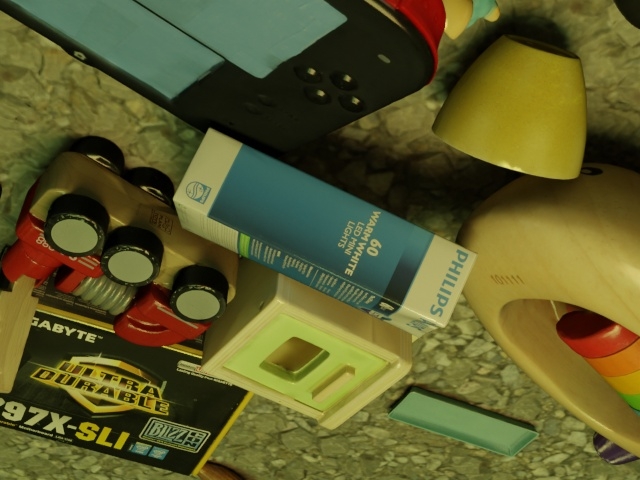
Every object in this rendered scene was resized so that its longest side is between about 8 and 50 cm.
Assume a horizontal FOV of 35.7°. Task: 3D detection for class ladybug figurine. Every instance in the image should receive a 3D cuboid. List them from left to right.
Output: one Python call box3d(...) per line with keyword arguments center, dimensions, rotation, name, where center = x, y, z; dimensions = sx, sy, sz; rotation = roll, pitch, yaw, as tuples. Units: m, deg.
box3d(center=(0.325, 0.082, 0.971), dimensions=(0.449, 0.161, 0.305), rotation=(44, 155, -23), name="ladybug figurine")

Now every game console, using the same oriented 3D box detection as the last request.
box3d(center=(-0.131, -0.192, 0.726), dimensions=(0.387, 0.060, 0.342), rotation=(31, 155, -21), name="game console")

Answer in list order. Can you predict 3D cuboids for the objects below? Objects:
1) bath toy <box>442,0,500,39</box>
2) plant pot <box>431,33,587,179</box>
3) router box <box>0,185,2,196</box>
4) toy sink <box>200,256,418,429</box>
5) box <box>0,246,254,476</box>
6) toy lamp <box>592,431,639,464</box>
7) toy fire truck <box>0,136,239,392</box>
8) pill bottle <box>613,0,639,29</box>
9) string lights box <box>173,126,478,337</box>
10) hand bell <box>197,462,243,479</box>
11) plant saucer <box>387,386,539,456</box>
box3d(center=(0.199, -0.277, 0.657), dimensions=(0.348, 0.151, 0.129), rotation=(-34, 135, 30), name="bath toy")
box3d(center=(0.173, -0.122, 0.853), dimensions=(0.134, 0.134, 0.095), rotation=(13, 110, -9), name="plant pot")
box3d(center=(-0.388, -0.074, 0.987), dimensions=(0.123, 0.038, 0.092), rotation=(3, 135, 1), name="router box")
box3d(center=(0.013, 0.105, 1.080), dimensions=(0.234, 0.131, 0.153), rotation=(28, 132, -24), name="toy sink")
box3d(center=(-0.256, 0.157, 1.193), dimensions=(0.322, 0.079, 0.257), rotation=(19, 136, -16), name="box")
box3d(center=(0.431, 0.183, 1.176), dimensions=(0.080, 0.080, 0.274), rotation=(25, 131, -20), name="toy lamp")
box3d(center=(-0.234, 0.055, 1.017), dimensions=(0.217, 0.158, 0.246), rotation=(32, 127, -27), name="toy fire truck")
box3d(center=(0.316, -0.230, 0.699), dimensions=(0.219, 0.122, 0.123), rotation=(-18, 134, 42), name="pill bottle")
box3d(center=(0.000, 0.000, 0.915), dimensions=(0.260, 0.076, 0.133), rotation=(25, 169, 0), name="string lights box")
box3d(center=(-0.079, 0.388, 1.418), dimensions=(0.242, 0.126, 0.126), rotation=(36, 128, -15), name="hand bell")
box3d(center=(0.185, 0.234, 1.285), dimensions=(0.192, 0.018, 0.067), rotation=(20, 134, -17), name="plant saucer")
